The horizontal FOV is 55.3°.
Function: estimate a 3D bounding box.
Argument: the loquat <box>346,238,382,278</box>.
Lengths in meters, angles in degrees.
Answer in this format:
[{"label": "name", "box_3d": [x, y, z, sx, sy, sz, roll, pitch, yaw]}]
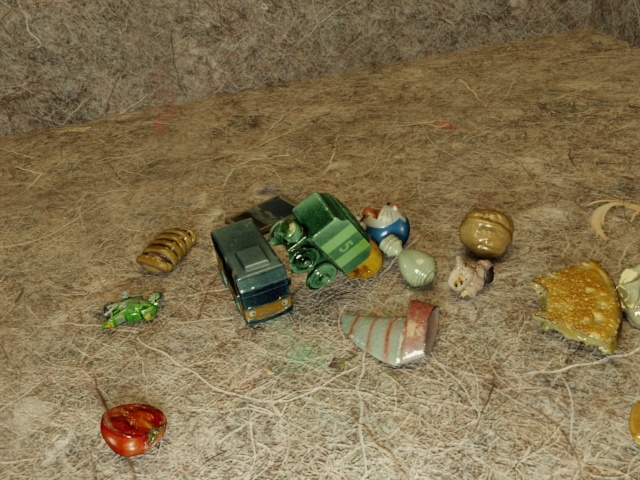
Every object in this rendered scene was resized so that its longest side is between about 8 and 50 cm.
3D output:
[{"label": "loquat", "box_3d": [0.123, 0.057, 1.870, 0.137, 0.137, 0.113, 3, 2, 17]}]

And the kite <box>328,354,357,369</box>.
[{"label": "kite", "box_3d": [0.055, 0.314, 1.603, 0.078, 0.002, 0.044, -33, 41, -30]}]

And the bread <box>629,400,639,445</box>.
[{"label": "bread", "box_3d": [0.744, 0.401, 1.253, 0.201, 0.077, 0.116, 8, 38, 27]}]

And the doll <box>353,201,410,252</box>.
[{"label": "doll", "box_3d": [0.161, -0.041, 1.978, 0.257, 0.161, 0.215, -1, 7, 16]}]

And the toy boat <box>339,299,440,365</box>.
[{"label": "toy boat", "box_3d": [0.166, 0.240, 1.632, 0.283, 0.096, 0.206, 1, 48, 30]}]

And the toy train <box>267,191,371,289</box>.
[{"label": "toy train", "box_3d": [0.000, 0.000, 1.734, 0.238, 0.299, 0.166, -38, 55, 4]}]

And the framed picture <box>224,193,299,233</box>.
[{"label": "framed picture", "box_3d": [-0.199, -0.090, 2.250, 0.260, 0.023, 0.189, -27, 35, -25]}]

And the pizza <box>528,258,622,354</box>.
[{"label": "pizza", "box_3d": [0.665, 0.173, 1.600, 0.223, 0.089, 0.323, -2, 37, 17]}]

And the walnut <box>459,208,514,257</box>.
[{"label": "walnut", "box_3d": [0.511, -0.023, 1.888, 0.167, 0.149, 0.166, -2, 68, 5]}]

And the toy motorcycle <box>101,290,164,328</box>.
[{"label": "toy motorcycle", "box_3d": [-0.565, 0.210, 1.844, 0.190, 0.074, 0.106, -14, 42, -8]}]

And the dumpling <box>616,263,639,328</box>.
[{"label": "dumpling", "box_3d": [0.874, 0.156, 1.550, 0.258, 0.147, 0.193, 27, 77, 42]}]

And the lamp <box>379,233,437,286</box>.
[{"label": "lamp", "box_3d": [0.264, 0.057, 1.819, 0.106, 0.106, 0.193, -30, 58, -29]}]

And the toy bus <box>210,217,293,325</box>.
[{"label": "toy bus", "box_3d": [-0.211, 0.086, 1.830, 0.162, 0.194, 0.323, -18, 34, -16]}]

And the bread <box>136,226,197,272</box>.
[{"label": "bread", "box_3d": [-0.528, 0.026, 2.092, 0.134, 0.081, 0.225, 3, 36, 20]}]

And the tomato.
[{"label": "tomato", "box_3d": [-0.441, 0.453, 1.432, 0.139, 0.091, 0.159, 19, 14, 21]}]

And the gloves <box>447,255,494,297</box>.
[{"label": "gloves", "box_3d": [0.429, 0.101, 1.756, 0.144, 0.110, 0.094, 8, 16, -30]}]
